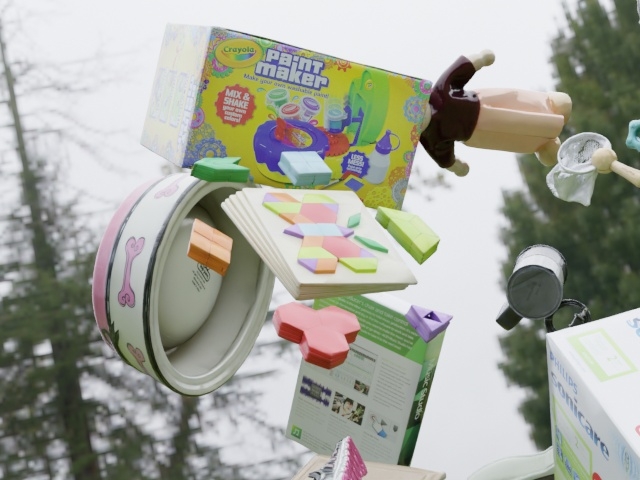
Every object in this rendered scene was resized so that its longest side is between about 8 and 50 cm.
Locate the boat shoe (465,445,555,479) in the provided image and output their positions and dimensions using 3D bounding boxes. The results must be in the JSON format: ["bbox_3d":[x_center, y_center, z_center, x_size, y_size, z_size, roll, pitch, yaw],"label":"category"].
[{"bbox_3d":[0.334,0.376,1.987,0.227,0.069,0.081,-21,20,26],"label":"boat shoe"}]

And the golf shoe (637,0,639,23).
[{"bbox_3d":[0.413,-0.330,1.415,0.105,0.273,0.120,4,-8,10],"label":"golf shoe"}]

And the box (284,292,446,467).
[{"bbox_3d":[0.073,0.237,2.141,0.232,0.322,0.058,25,25,29],"label":"box"}]

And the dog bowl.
[{"bbox_3d":[-0.242,0.062,2.238,0.150,0.408,0.408,11,-2,28],"label":"dog bowl"}]

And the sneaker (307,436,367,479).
[{"bbox_3d":[0.019,0.333,1.794,0.075,0.063,0.170,-27,11,12],"label":"sneaker"}]

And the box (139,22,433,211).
[{"bbox_3d":[-0.054,-0.164,1.639,0.290,0.177,0.279,12,6,-19],"label":"box"}]

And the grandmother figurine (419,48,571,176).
[{"bbox_3d":[0.228,-0.195,1.958,0.342,0.208,0.104,-1,14,-28],"label":"grandmother figurine"}]

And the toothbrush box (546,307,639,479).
[{"bbox_3d":[0.290,0.229,1.069,0.122,0.206,0.283,-14,-58,-9],"label":"toothbrush box"}]

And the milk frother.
[{"bbox_3d":[0.346,0.092,1.902,0.143,0.129,0.135,23,18,8],"label":"milk frother"}]

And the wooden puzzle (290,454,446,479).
[{"bbox_3d":[0.042,0.385,1.851,0.221,0.044,0.238,3,17,29],"label":"wooden puzzle"}]

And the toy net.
[{"bbox_3d":[0.327,-0.113,1.358,0.045,0.122,0.232,12,-24,-43],"label":"toy net"}]

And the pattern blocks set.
[{"bbox_3d":[0.000,0.000,1.277,0.285,0.325,0.026,-11,-49,-40],"label":"pattern blocks set"}]
